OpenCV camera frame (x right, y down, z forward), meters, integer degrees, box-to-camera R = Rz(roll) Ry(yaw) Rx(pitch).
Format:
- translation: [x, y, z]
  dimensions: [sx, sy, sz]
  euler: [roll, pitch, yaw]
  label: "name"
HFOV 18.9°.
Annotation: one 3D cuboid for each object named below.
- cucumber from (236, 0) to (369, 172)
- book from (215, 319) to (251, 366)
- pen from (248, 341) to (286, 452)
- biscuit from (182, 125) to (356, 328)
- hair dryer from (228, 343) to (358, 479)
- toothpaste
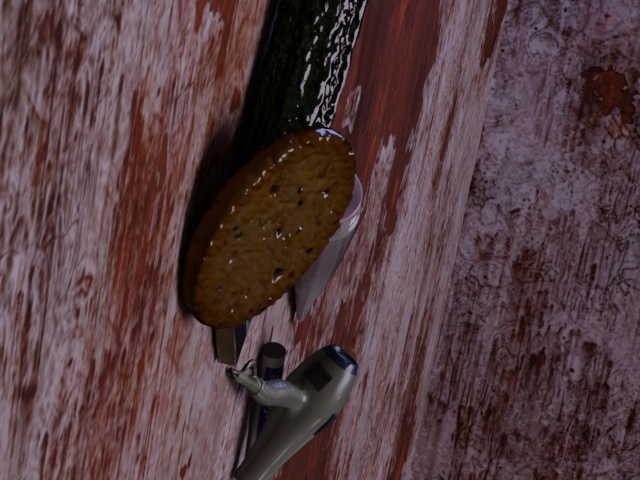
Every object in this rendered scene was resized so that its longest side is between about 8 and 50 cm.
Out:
- translation: [-0.011, -0.140, 1.568]
  dimensions: [0.077, 0.077, 0.265]
  euler: [34, 69, -80]
  label: "cucumber"
- translation: [-0.050, -0.024, 1.672]
  dimensions: [0.157, 0.026, 0.231]
  euler: [87, 18, -60]
  label: "book"
- translation: [-0.058, 0.193, 1.944]
  dimensions: [0.025, 0.025, 0.204]
  euler: [-61, 163, -58]
  label: "pen"
- translation: [-0.042, -0.011, 1.521]
  dimensions: [0.188, 0.027, 0.188]
  euler: [-41, 153, -26]
  label: "biscuit"
- translation: [-0.057, 0.179, 1.848]
  dimensions: [0.199, 0.067, 0.167]
  euler: [-4, 127, -56]
  label: "hair dryer"
- translation: [0.000, 0.000, 1.903]
  dimensions: [0.323, 0.066, 0.100]
  euler: [102, 2, -73]
  label: "toothpaste"
